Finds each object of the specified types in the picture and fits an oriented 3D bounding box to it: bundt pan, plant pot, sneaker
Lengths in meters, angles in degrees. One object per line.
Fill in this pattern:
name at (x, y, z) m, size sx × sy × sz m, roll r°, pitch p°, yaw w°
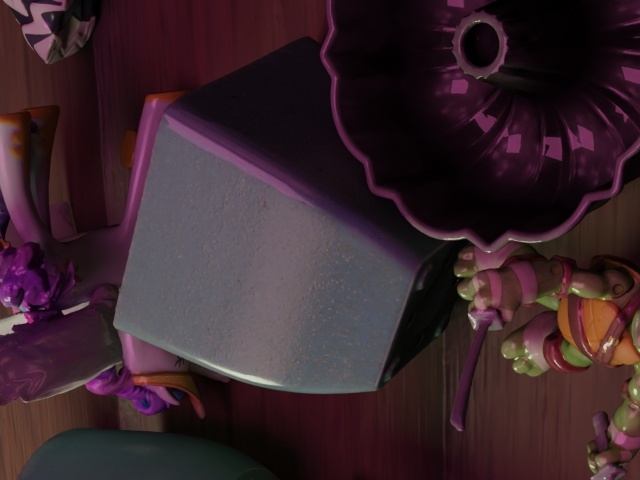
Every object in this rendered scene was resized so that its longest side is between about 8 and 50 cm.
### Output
bundt pan at (0.163, -0.160, 1.264) m, size 0.331 × 0.124 × 0.331 m, roll 7°, pitch 100°, yaw 39°
plant pot at (-0.160, 0.342, 1.665) m, size 0.235 × 0.293 × 0.293 m, roll -7°, pitch 99°, yaw 29°
plant pot at (0.000, 0.000, 1.422) m, size 0.252 × 0.248 × 0.247 m, roll 30°, pitch 124°, yaw 19°
sneaker at (-0.295, -0.322, 1.685) m, size 0.153 × 0.094 × 0.235 m, roll 46°, pitch 141°, yaw 12°

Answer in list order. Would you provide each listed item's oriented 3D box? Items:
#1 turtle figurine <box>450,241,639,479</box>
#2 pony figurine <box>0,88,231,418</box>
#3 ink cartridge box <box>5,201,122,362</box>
turtle figurine at (0.176, 0.098, 1.243) m, size 0.275 × 0.198 × 0.266 m, roll -68°, pitch 16°, yaw 2°
pony figurine at (-0.266, 0.041, 1.623) m, size 0.303 × 0.351 × 0.363 m, roll 6°, pitch 105°, yaw 58°
ink cartridge box at (-0.297, 0.058, 1.804) m, size 0.067 × 0.115 × 0.198 m, roll -8°, pitch 99°, yaw 46°
